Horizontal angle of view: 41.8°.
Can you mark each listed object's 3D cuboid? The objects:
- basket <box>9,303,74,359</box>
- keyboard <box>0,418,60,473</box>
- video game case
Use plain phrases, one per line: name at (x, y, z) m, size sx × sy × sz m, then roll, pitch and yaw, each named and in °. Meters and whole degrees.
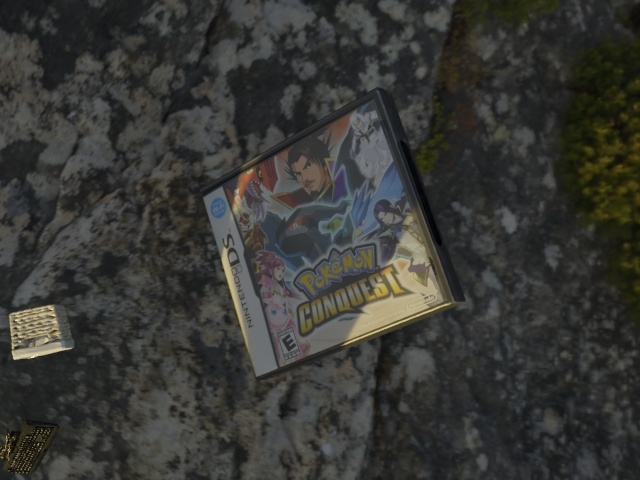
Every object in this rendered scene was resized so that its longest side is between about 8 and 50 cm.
basket at (-0.621, 0.203, 1.867) m, size 0.113 × 0.167 × 0.103 m, roll -12°, pitch 85°, yaw -10°
keyboard at (-0.620, 0.443, 1.753) m, size 0.100 × 0.192 × 0.038 m, roll 14°, pitch 39°, yaw -27°
video game case at (0.000, 0.000, 0.950) m, size 0.035 × 0.275 × 0.248 m, roll 3°, pitch 66°, yaw -56°
